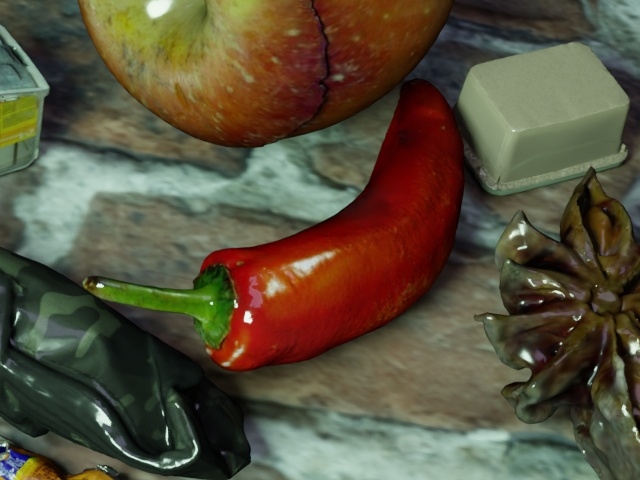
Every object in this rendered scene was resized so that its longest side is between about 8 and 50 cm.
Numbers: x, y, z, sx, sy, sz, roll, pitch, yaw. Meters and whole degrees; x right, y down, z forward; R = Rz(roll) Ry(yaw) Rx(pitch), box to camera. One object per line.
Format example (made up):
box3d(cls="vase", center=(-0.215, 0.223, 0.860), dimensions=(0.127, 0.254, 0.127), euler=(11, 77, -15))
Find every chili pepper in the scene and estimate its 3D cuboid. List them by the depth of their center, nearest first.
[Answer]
box3d(cls="chili pepper", center=(0.008, 0.002, 1.305), dimensions=(0.137, 0.092, 0.368), euler=(34, 37, 18))

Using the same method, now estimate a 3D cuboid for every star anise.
box3d(cls="star anise", center=(0.197, 0.064, 1.284), dimensions=(0.214, 0.099, 0.220), euler=(42, 48, 8))

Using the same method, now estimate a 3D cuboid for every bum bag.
box3d(cls="bum bag", center=(-0.190, 0.055, 1.210), dimensions=(0.340, 0.095, 0.144), euler=(27, 6, 11))

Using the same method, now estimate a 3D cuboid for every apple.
box3d(cls="apple", center=(-0.038, -0.195, 1.363), dimensions=(0.206, 0.272, 0.251), euler=(-31, 92, -39))

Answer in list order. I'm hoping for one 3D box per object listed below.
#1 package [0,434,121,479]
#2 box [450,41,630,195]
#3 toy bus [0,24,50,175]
box3d(cls="package", center=(-0.166, 0.151, 1.172), dimensions=(0.110, 0.033, 0.077), euler=(30, 40, 11))
box3d(cls="box", center=(0.159, -0.091, 1.437), dimensions=(0.122, 0.062, 0.089), euler=(-15, 52, -22))
box3d(cls="toy bus", center=(-0.313, -0.066, 1.297), dimensions=(0.268, 0.106, 0.092), euler=(-20, 53, -29))
